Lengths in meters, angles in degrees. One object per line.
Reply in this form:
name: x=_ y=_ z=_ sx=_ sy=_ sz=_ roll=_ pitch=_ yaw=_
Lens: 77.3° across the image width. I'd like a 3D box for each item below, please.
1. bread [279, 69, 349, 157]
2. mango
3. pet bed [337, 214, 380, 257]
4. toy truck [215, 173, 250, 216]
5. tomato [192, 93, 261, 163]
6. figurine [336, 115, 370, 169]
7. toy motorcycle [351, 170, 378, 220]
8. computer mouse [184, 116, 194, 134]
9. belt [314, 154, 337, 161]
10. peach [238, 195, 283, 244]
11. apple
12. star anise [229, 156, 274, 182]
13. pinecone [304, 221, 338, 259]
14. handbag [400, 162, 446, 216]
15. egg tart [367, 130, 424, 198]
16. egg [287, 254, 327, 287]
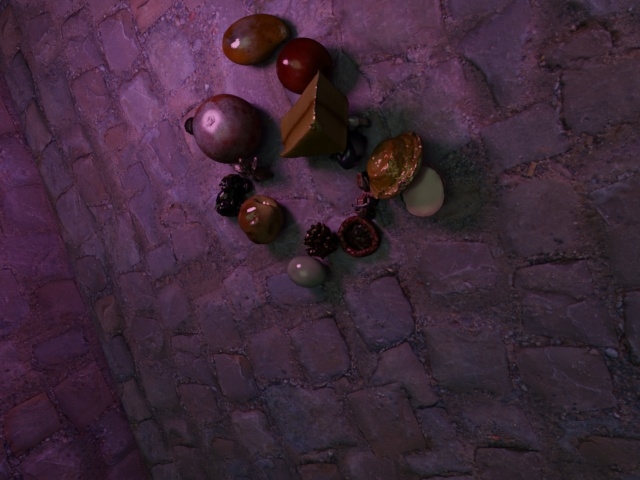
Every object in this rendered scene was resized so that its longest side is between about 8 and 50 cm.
bread: x=-0.087 y=-0.466 z=1.600 sx=0.362 sy=0.245 sz=0.232 roll=-4 pitch=76 yaw=35
mango: x=-0.285 y=-0.884 z=1.753 sx=0.317 sy=0.146 sz=0.192 roll=-12 pitch=99 yaw=19
pet bed: x=0.166 y=-0.016 z=1.760 sx=0.202 sy=0.054 sz=0.200 roll=5 pitch=100 yaw=31
toy truck: x=-0.455 y=-0.229 z=1.997 sx=0.165 sy=0.148 sz=0.224 roll=29 pitch=112 yaw=43
tomato: x=-0.426 y=-0.511 z=1.840 sx=0.317 sy=0.283 sz=0.315 roll=0 pitch=90 yaw=21
figurine: x=0.127 y=-0.403 z=1.650 sx=0.146 sy=0.145 sz=0.221 roll=12 pitch=105 yaw=25
toy motorcycle: x=0.184 y=-0.183 z=1.674 sx=0.084 sy=0.118 sz=0.212 roll=0 pitch=101 yaw=42
computer mouse: x=-0.635 y=-0.586 z=2.052 sx=0.172 sy=0.057 sz=0.098 roll=16 pitch=110 yaw=36
belt: x=0.001 y=-0.428 z=1.738 sx=0.163 sy=0.082 sz=0.147 roll=21 pitch=114 yaw=23
peach: x=-0.284 y=-0.088 z=1.893 sx=0.215 sy=0.214 sz=0.235 roll=18 pitch=116 yaw=23
apple: x=-0.067 y=-0.708 z=1.635 sx=0.202 sy=0.218 sz=0.218 roll=31 pitch=114 yaw=14
star anise: x=-0.328 y=-0.323 z=1.870 sx=0.172 sy=0.208 sz=0.063 roll=-1 pitch=74 yaw=18
pinecone: x=0.000 y=0.000 z=1.799 sx=0.174 sy=0.174 sz=0.173 roll=6 pitch=104 yaw=26
handbag: x=0.399 y=-0.201 z=1.560 sx=0.180 sy=0.116 sz=0.204 roll=-10 pitch=97 yaw=29
egg tart: x=0.264 y=-0.295 z=1.531 sx=0.295 sy=0.116 sz=0.294 roll=-36 pitch=45 yaw=47
egg: x=-0.062 y=0.144 z=1.858 sx=0.193 sy=0.149 sz=0.149 roll=13 pitch=107 yaw=17
